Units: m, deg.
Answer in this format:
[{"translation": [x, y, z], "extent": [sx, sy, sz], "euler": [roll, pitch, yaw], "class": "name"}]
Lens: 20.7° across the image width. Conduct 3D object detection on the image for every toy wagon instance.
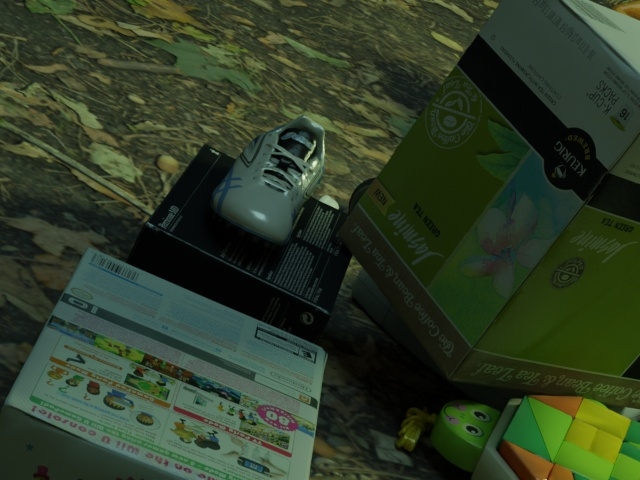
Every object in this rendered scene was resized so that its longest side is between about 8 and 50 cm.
[{"translation": [0.234, 0.218, 1.550], "extent": [0.344, 0.068, 0.267], "euler": [25, 24, 9], "class": "toy wagon"}]

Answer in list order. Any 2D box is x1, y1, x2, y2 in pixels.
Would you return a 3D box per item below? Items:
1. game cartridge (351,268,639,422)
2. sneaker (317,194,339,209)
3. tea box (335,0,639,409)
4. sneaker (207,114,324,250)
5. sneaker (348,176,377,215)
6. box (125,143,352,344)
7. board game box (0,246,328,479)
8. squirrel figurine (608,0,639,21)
[{"translation": [0.182, 0.109, 1.815], "extent": [0.294, 0.060, 0.196], "euler": [36, 27, 27], "class": "game cartridge"}, {"translation": [0.000, 0.000, 1.880], "extent": [0.061, 0.054, 0.152], "euler": [34, 26, -3], "class": "sneaker"}, {"translation": [0.256, -0.034, 1.662], "extent": [0.329, 0.323, 0.220], "euler": [14, 29, -45], "class": "tea box"}, {"translation": [-0.044, -0.058, 1.625], "extent": [0.085, 0.086, 0.237], "euler": [27, 22, -2], "class": "sneaker"}, {"translation": [0.166, -0.008, 2.012], "extent": [0.267, 0.101, 0.106], "euler": [28, 18, 7], "class": "sneaker"}, {"translation": [-0.074, 0.021, 1.658], "extent": [0.184, 0.103, 0.261], "euler": [29, 20, -1], "class": "box"}, {"translation": [-0.119, 0.138, 1.333], "extent": [0.224, 0.097, 0.303], "euler": [23, 19, -4], "class": "board game box"}, {"translation": [0.442, -0.131, 2.495], "extent": [0.397, 0.281, 0.370], "euler": [-5, 44, -29], "class": "squirrel figurine"}]
